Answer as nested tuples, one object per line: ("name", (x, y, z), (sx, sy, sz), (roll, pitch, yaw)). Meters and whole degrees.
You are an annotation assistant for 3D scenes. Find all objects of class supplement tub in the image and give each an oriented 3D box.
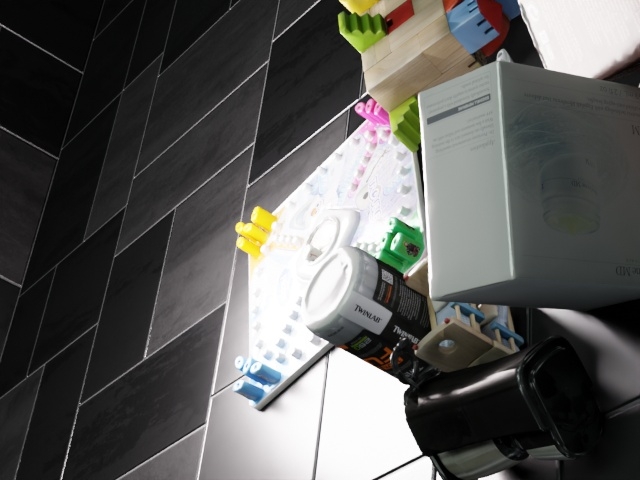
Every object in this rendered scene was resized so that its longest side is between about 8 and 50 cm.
("supplement tub", (0.082, 0.096, 1.686), (0.117, 0.190, 0.117), (-43, 30, 32))

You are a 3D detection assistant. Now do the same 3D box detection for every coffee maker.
("coffee maker", (0.179, 0.167, 1.465), (0.178, 0.171, 0.120), (-27, 26, 45))

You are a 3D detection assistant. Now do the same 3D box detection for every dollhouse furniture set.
("dollhouse furniture set", (0.204, 0.057, 1.581), (0.184, 0.129, 0.129), (-44, 30, 29))

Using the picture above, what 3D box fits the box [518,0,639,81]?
("box", (0.377, -0.272, 1.417), (0.191, 0.143, 0.381), (-21, -3, -18))

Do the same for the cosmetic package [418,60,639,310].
("cosmetic package", (0.233, -0.049, 1.457), (0.138, 0.224, 0.224), (-16, 73, 54))

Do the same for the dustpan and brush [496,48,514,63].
("dustpan and brush", (0.259, -0.167, 1.790), (0.147, 0.060, 0.211), (-42, 31, 32))

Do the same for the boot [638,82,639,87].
("boot", (0.410, -0.109, 1.453), (0.244, 0.088, 0.176), (149, 122, -67))

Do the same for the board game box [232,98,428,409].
("board game box", (0.000, 0.000, 2.088), (0.390, 0.050, 0.390), (-44, 30, 30))

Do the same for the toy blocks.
("toy blocks", (0.185, -0.335, 2.000), (0.261, 0.191, 0.381), (-34, 34, 23))
